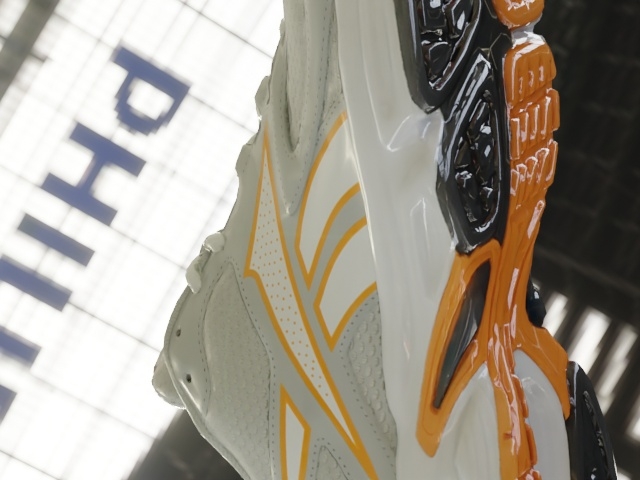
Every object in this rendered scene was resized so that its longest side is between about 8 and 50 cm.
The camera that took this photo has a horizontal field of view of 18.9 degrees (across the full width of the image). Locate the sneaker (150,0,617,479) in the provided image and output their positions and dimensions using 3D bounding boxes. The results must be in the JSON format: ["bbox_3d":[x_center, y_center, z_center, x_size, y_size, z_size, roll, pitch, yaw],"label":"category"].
[{"bbox_3d":[0.000,0.000,0.524,0.121,0.262,0.099,-5,-173,28],"label":"sneaker"}]
